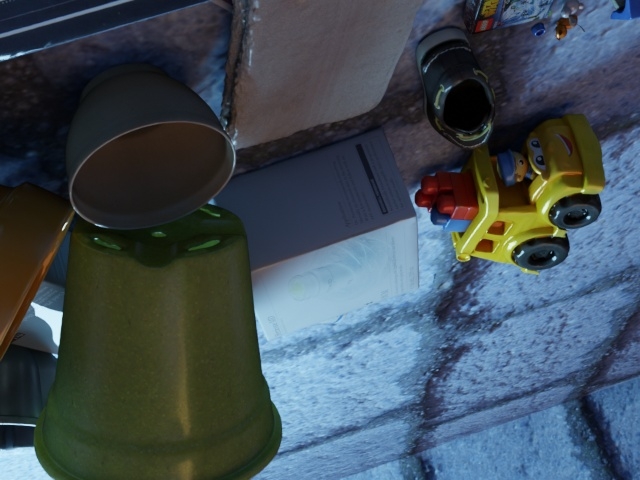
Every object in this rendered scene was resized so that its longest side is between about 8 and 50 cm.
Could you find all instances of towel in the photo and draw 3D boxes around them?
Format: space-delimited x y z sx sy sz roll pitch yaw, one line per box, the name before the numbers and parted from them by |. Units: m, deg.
towel | -0.004 -0.187 0.925 0.187 0.049 0.282 -18 160 -18

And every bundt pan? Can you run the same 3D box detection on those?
bundt pan | -0.470 0.189 1.203 0.330 0.124 0.331 -3 161 -1

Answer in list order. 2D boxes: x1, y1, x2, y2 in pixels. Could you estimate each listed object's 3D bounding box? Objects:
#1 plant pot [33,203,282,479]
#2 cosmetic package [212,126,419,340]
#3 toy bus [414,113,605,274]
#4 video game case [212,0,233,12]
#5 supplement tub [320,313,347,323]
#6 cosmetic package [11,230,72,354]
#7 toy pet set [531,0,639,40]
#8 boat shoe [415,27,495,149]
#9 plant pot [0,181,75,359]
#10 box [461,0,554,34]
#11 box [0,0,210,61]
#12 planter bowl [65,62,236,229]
plant pot | -0.173 0.099 1.035 0.276 0.276 0.254 -7 115 -25
cosmetic package | 0.000 0.000 1.223 0.224 0.138 0.224 -18 154 -2
toy bus | 0.244 -0.068 1.286 0.211 0.150 0.220 6 145 -15
video game case | -0.041 -0.268 0.807 0.183 0.023 0.201 -35 152 26
supplement tub | -0.014 0.092 1.462 0.107 0.071 0.071 5 144 -40
cosmetic package | -0.313 0.065 1.163 0.127 0.107 0.238 -33 149 18
toy pet set | 0.303 -0.252 1.033 0.114 0.065 0.122 -16 154 -9
boat shoe | 0.163 -0.155 1.115 0.081 0.069 0.228 -25 154 9
plant pot | -0.362 0.015 0.907 0.187 0.205 0.205 27 137 -11
box | 0.202 -0.271 0.968 0.093 0.027 0.137 -15 153 -13
box | -0.133 -0.282 0.522 0.296 0.183 0.294 -17 149 -5
planter bowl | -0.174 -0.101 0.930 0.162 0.109 0.162 -17 151 -10
